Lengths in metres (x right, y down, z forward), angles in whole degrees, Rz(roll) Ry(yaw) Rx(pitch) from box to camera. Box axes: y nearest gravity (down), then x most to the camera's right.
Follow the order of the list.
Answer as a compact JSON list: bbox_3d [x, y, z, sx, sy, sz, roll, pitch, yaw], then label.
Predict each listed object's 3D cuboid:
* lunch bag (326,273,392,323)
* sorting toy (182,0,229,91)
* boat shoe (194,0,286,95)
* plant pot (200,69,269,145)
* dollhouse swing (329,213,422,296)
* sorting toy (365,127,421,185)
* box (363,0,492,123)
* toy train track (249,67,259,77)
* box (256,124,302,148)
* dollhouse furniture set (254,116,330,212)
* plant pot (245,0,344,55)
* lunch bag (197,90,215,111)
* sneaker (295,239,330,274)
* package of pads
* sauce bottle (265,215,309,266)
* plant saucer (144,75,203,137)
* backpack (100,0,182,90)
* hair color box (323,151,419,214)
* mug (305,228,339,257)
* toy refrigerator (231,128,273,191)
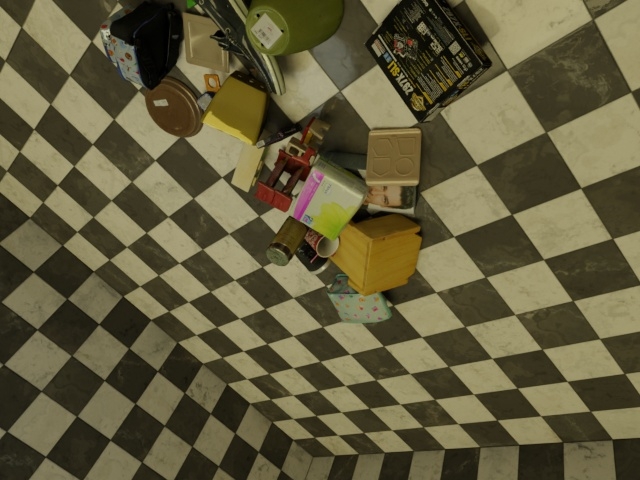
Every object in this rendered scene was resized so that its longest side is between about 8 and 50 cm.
[{"bbox_3d":[0.198,0.282,2.297,0.262,0.160,0.223,-3,128,35],"label":"lunch bag"},{"bbox_3d":[-0.408,-0.719,1.739,0.196,0.047,0.347,20,132,14],"label":"sorting toy"},{"bbox_3d":[-0.281,-0.690,1.580,0.156,0.186,0.500,-32,116,9],"label":"boat shoe"},{"bbox_3d":[-0.290,-0.501,1.761,0.212,0.212,0.187,23,116,-10],"label":"plant pot"},{"bbox_3d":[0.217,0.008,2.104,0.315,0.305,0.346,-15,135,-16],"label":"dollhouse swing"},{"bbox_3d":[0.264,-0.298,1.726,0.193,0.208,0.038,1,173,18],"label":"sorting toy"},{"bbox_3d":[0.310,-0.558,1.427,0.322,0.079,0.257,57,136,9],"label":"box"},{"bbox_3d":[-0.220,-0.619,1.767,0.083,0.014,0.048,19,129,1],"label":"toy train track"},{"bbox_3d":[-0.158,-0.399,1.835,0.116,0.162,0.029,-18,100,36],"label":"box"},{"bbox_3d":[-0.117,-0.298,1.834,0.152,0.201,0.374,28,148,-2],"label":"dollhouse furniture set"},{"bbox_3d":[-0.101,-0.680,1.451,0.275,0.293,0.274,13,135,14],"label":"plant pot"},{"bbox_3d":[-0.434,-0.543,1.903,0.067,0.065,0.098,-30,116,21],"label":"lunch bag"},{"bbox_3d":[-0.061,0.059,2.171,0.147,0.104,0.296,50,170,-21],"label":"sneaker"},{"bbox_3d":[0.033,-0.153,1.850,0.229,0.101,0.296,31,136,-1],"label":"package of pads"},{"bbox_3d":[-0.112,-0.040,2.011,0.111,0.344,0.111,15,134,16],"label":"sauce bottle"},{"bbox_3d":[-0.621,-0.549,2.007,0.278,0.041,0.277,14,135,15],"label":"plant saucer"},{"bbox_3d":[-0.651,-0.698,1.737,0.213,0.276,0.263,21,143,13],"label":"backpack"},{"bbox_3d":[0.190,-0.226,1.860,0.375,0.113,0.185,8,133,19],"label":"hair color box"},{"bbox_3d":[-0.009,0.001,2.116,0.169,0.113,0.150,41,144,48],"label":"mug"},{"bbox_3d":[-0.281,-0.335,1.995,0.094,0.102,0.269,29,136,-2],"label":"toy refrigerator"}]
